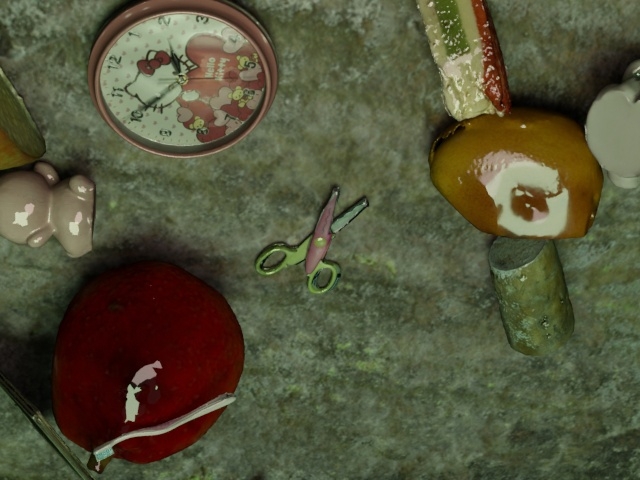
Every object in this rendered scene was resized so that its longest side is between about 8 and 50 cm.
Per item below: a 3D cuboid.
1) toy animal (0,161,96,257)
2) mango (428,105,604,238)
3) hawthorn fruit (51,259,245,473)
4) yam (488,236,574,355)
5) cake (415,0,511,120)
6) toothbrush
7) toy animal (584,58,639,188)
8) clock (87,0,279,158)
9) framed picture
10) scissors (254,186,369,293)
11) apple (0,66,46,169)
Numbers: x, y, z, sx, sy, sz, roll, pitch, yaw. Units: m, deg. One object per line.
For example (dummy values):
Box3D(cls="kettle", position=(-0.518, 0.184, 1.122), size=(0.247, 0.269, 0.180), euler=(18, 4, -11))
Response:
Box3D(cls="toy animal", position=(-0.401, -0.048, 1.711), size=(0.213, 0.124, 0.124), euler=(8, 126, -13))
Box3D(cls="mango", position=(0.265, -0.102, 1.746), size=(0.236, 0.136, 0.166), euler=(-1, 114, -2))
Box3D(cls="hawthorn fruit", position=(-0.254, 0.183, 1.787), size=(0.265, 0.307, 0.265), euler=(21, 150, 13))
Box3D(cls="yam", position=(0.308, 0.068, 1.898), size=(0.107, 0.107, 0.194), euler=(-17, 128, 5))
Box3D(cls="cake", position=(0.180, -0.245, 1.629), size=(0.086, 0.116, 0.220), euler=(-15, 130, 12))
Box3D(cls="toothbrush", position=(-0.202, 0.239, 1.685), size=(0.204, 0.017, 0.022), euler=(-22, 117, -23))
Box3D(cls="toy animal", position=(0.442, -0.150, 1.701), size=(0.193, 0.127, 0.178), euler=(-17, 122, -47))
Box3D(cls="clock", position=(-0.174, -0.208, 1.647), size=(0.245, 0.056, 0.244), euler=(-4, 131, -4))
Box3D(cls="framed picture", position=(-0.413, 0.259, 1.870), size=(0.017, 0.274, 0.217), euler=(-41, 130, -16))
Box3D(cls="scissors", position=(0.000, 0.000, 1.856), size=(0.134, 0.020, 0.187), euler=(19, 125, -25))
Box3D(cls="apple", position=(-0.474, -0.203, 1.567), size=(0.179, 0.254, 0.346), euler=(-47, 134, -25))
